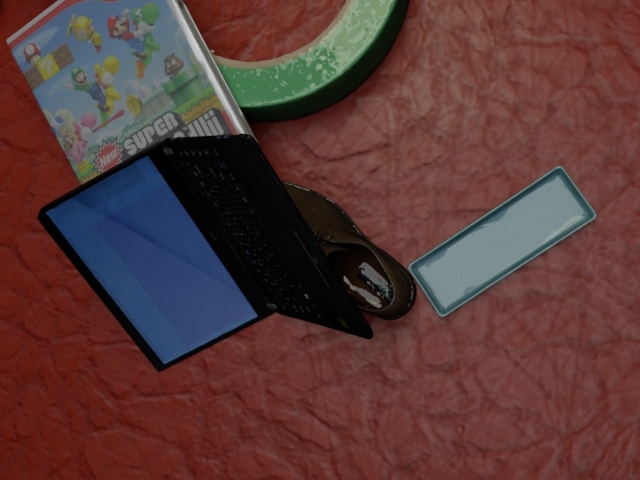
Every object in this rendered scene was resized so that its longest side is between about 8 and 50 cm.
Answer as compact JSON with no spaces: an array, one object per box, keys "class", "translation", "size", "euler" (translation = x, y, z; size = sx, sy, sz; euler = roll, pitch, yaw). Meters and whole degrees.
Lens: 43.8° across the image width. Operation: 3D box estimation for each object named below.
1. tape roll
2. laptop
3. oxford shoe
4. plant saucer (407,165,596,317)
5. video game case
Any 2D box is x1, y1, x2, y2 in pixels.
[{"class":"tape roll","translation":[-0.061,-0.297,0.881],"size":[0.321,0.077,0.321],"euler":[-1,86,12]},{"class":"laptop","translation":[-0.119,0.030,0.784],"size":[0.136,0.264,0.234],"euler":[-44,118,-24]},{"class":"oxford shoe","translation":[0.000,0.000,0.838],"size":[0.227,0.096,0.083],"euler":[32,95,14]},{"class":"plant saucer","translation":[0.189,0.002,0.838],"size":[0.192,0.018,0.067],"euler":[-34,80,8]},{"class":"video game case","translation":[-0.197,-0.142,0.857],"size":[0.204,0.025,0.285],"euler":[-28,89,20]}]
